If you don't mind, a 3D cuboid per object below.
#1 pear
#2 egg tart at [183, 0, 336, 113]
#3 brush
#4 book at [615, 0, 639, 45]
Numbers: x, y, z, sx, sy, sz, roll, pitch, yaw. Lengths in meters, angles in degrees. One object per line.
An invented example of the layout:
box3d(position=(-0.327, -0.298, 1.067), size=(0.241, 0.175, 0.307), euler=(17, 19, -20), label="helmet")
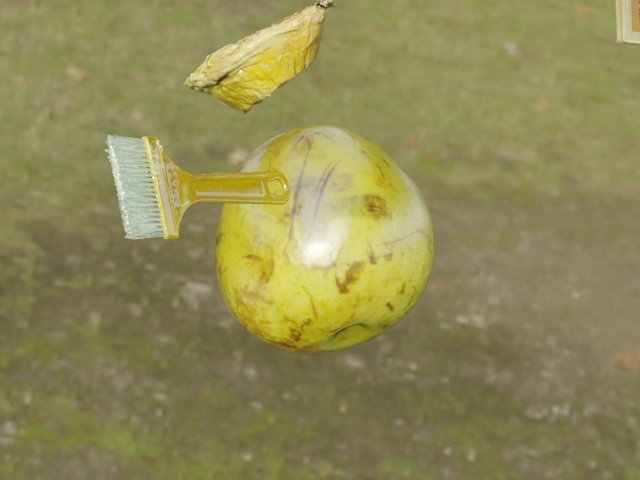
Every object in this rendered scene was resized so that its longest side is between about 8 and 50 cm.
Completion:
box3d(position=(0.000, 0.000, 2.071), size=(0.284, 0.283, 0.283), euler=(11, 16, -3), label="pear")
box3d(position=(-0.078, -0.256, 2.408), size=(0.252, 0.098, 0.232), euler=(-28, 8, 28), label="egg tart")
box3d(position=(-0.091, -0.043, 1.358), size=(0.011, 0.083, 0.205), euler=(-20, -11, 37), label="brush")
box3d(position=(0.473, -0.323, 2.138), size=(0.242, 0.170, 0.018), euler=(2, -5, -27), label="book")
